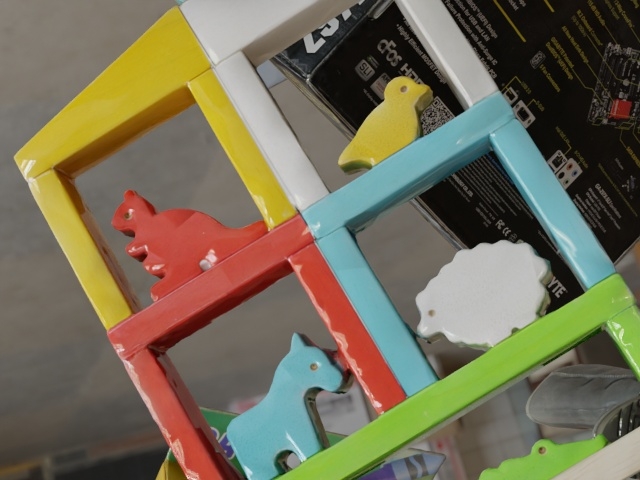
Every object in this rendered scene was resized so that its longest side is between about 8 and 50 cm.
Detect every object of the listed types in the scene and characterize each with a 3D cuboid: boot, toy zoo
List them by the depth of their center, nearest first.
[{"bbox_3d":[0.000,0.000,0.608,0.192,0.293,0.030,-32,165,4],"label":"toy zoo"},{"bbox_3d":[0.249,0.148,1.273,0.190,0.076,0.208,-7,-172,-32],"label":"boot"}]

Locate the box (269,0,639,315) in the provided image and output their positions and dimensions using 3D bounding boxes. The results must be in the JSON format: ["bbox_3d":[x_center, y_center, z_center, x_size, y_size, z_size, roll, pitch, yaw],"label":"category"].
[{"bbox_3d":[0.140,-0.117,0.882,0.257,0.079,0.322,-48,136,1],"label":"box"}]

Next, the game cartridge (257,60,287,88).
[{"bbox_3d":[0.011,-0.284,1.370,0.297,0.062,0.198,-28,122,0],"label":"game cartridge"}]

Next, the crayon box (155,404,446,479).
[{"bbox_3d":[-0.052,0.281,1.086,0.203,0.083,0.323,13,122,-16],"label":"crayon box"}]
